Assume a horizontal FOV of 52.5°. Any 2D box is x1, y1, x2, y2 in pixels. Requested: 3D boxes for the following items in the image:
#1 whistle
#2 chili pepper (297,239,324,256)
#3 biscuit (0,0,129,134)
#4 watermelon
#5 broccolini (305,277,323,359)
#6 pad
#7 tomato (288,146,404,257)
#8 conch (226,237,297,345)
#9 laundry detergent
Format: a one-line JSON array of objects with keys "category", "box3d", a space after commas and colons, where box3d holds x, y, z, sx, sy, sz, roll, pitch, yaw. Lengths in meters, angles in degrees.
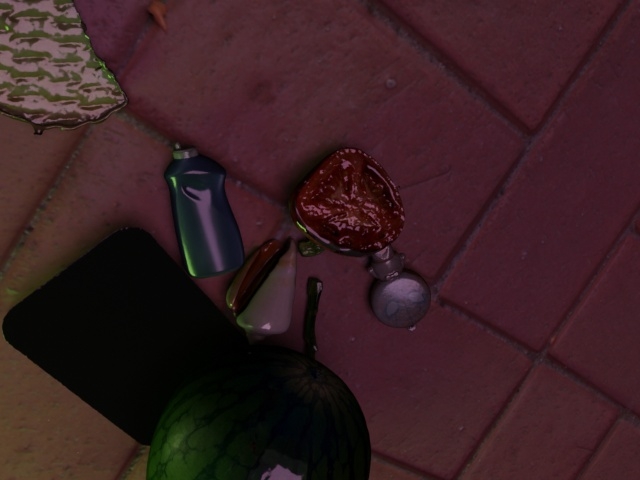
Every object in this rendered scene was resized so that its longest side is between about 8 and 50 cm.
[{"category": "whistle", "box3d": [0.123, 0.065, 1.124, 0.107, 0.057, 0.220, -24, 111, 2]}, {"category": "chili pepper", "box3d": [0.001, 0.001, 1.067, 0.091, 0.030, 0.034, -29, 91, -12]}, {"category": "biscuit", "box3d": [-0.384, -0.258, 0.820, 0.187, 0.036, 0.273, -26, 116, -12]}, {"category": "watermelon", "box3d": [-0.091, 0.327, 0.970, 0.363, 0.363, 0.363, -7, 110, -19]}, {"category": "broccolini", "box3d": [-0.009, 0.190, 1.115, 0.071, 0.057, 0.254, -32, 131, -58]}, {"category": "pad", "box3d": [-0.307, 0.171, 1.008, 0.315, 0.063, 0.375, -38, 128, -7]}, {"category": "tomato", "box3d": [0.038, -0.048, 1.026, 0.174, 0.082, 0.166, 47, 73, -14]}, {"category": "conch", "box3d": [-0.086, 0.080, 1.025, 0.104, 0.094, 0.176, 19, 98, 14]}, {"category": "laundry detergent", "box3d": [-0.177, -0.049, 0.962, 0.096, 0.061, 0.206, -14, 112, -8]}]
